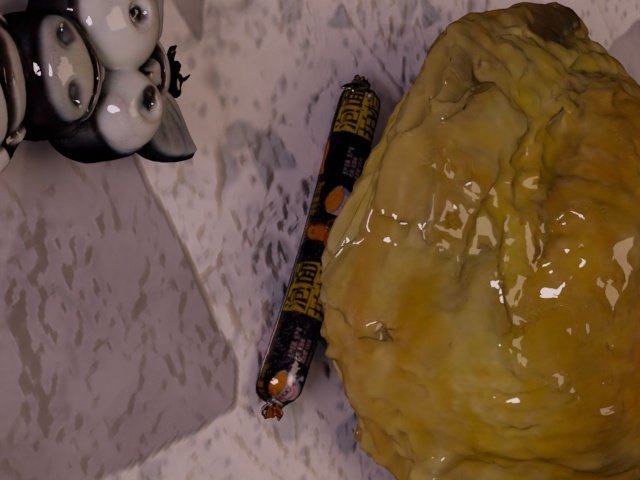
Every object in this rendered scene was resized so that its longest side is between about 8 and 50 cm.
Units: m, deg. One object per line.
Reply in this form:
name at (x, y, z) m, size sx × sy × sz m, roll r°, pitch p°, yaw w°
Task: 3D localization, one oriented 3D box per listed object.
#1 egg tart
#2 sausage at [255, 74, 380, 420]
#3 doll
egg tart at (0.143, 0.019, 0.854) m, size 0.339 × 0.153 × 0.352 m, roll -51°, pitch 135°, yaw -44°
sausage at (0.000, 0.000, 0.779) m, size 0.028 × 0.025 × 0.198 m, roll 36°, pitch 61°, yaw -41°
doll at (-0.121, -0.065, 0.597) m, size 0.219 × 0.067 × 0.091 m, roll -16°, pitch 97°, yaw -52°
